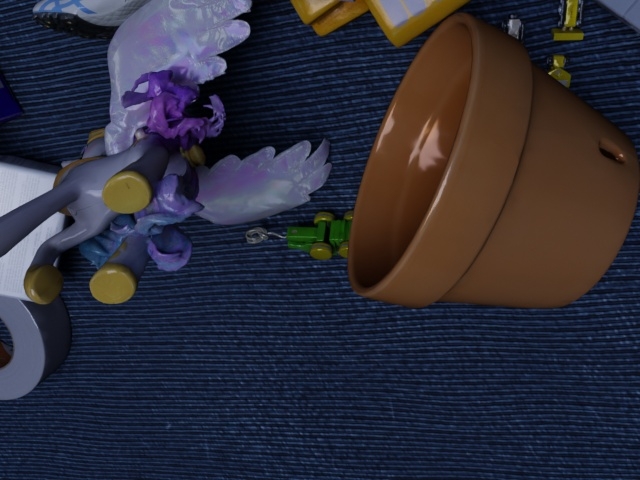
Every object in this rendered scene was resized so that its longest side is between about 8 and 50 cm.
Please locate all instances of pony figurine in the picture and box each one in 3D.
[{"bbox_3d":[-0.191,-0.086,0.781,0.351,0.363,0.303,-20,116,13],"label":"pony figurine"}]

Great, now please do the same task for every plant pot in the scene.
[{"bbox_3d":[0.173,-0.052,0.714,0.203,0.291,0.291,19,116,-10],"label":"plant pot"}]

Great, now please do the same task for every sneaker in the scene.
[{"bbox_3d":[-0.248,-0.304,0.853,0.237,0.085,0.086,-8,81,23],"label":"sneaker"}]

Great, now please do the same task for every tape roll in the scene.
[{"bbox_3d":[-0.501,0.135,1.092,0.219,0.072,0.219,6,112,16],"label":"tape roll"}]

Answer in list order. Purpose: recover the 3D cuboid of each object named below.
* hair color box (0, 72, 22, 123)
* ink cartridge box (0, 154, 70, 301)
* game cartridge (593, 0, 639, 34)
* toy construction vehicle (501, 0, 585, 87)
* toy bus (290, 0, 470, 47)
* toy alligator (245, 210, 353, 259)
[{"bbox_3d":[-0.609,-0.191,0.984,0.338,0.110,0.185,-19,105,21],"label":"hair color box"},{"bbox_3d":[-0.468,-0.028,0.962,0.232,0.066,0.189,13,102,-11],"label":"ink cartridge box"},{"bbox_3d":[0.405,-0.222,0.613,0.297,0.062,0.198,51,120,28],"label":"game cartridge"},{"bbox_3d":[0.237,-0.212,0.761,0.085,0.035,0.098,-1,112,6],"label":"toy construction vehicle"},{"bbox_3d":[0.132,-0.307,0.713,0.332,0.108,0.130,-29,101,24],"label":"toy bus"},{"bbox_3d":[0.000,0.000,0.902,0.189,0.056,0.051,-2,149,18],"label":"toy alligator"}]
